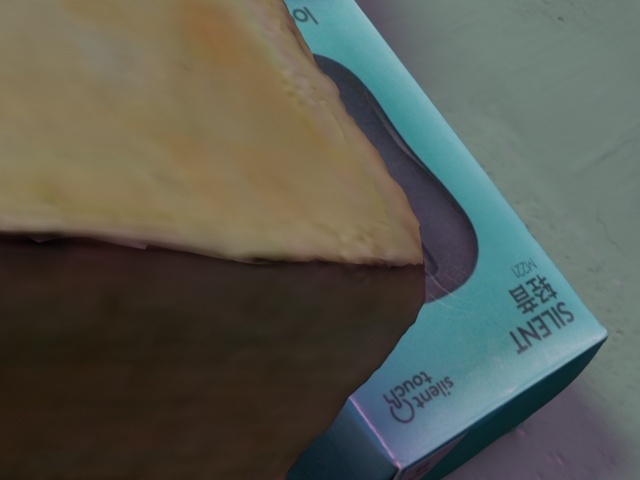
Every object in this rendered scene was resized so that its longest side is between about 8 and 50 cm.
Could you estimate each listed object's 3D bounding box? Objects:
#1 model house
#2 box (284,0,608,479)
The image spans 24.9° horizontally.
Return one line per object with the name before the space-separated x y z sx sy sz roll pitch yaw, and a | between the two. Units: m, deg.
model house | -0.217 -0.015 0.612 0.334 0.342 0.382 3 46 -35
box | 0.000 0.000 0.869 0.205 0.118 0.311 -25 74 -38
